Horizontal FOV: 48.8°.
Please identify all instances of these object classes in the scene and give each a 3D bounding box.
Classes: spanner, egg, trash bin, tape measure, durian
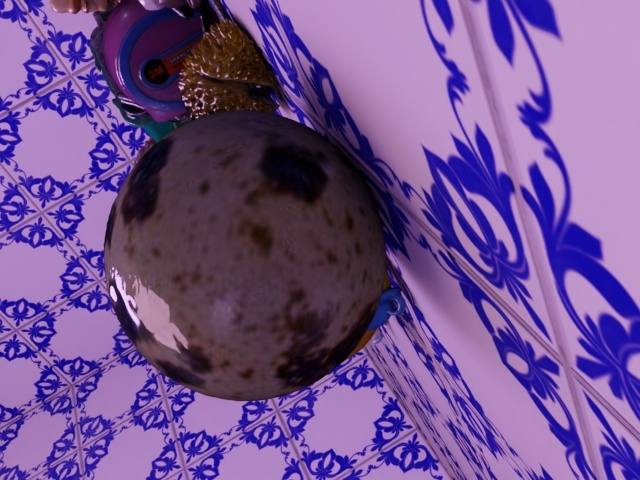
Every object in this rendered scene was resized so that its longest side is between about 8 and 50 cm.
[{"bbox_3d":[-0.166,-0.381,1.221,0.302,0.017,0.071,60,175,-18],"label":"spanner"},{"bbox_3d":[-0.094,0.003,0.902,0.428,0.345,0.345,-99,-16,-56],"label":"egg"},{"bbox_3d":[-0.337,-0.353,1.614,0.295,0.259,0.381,61,173,19],"label":"trash bin"},{"bbox_3d":[-0.276,-0.345,1.311,0.149,0.232,0.245,55,173,47],"label":"tape measure"},{"bbox_3d":[-0.168,-0.255,1.186,0.193,0.138,0.237,58,172,-6],"label":"durian"}]

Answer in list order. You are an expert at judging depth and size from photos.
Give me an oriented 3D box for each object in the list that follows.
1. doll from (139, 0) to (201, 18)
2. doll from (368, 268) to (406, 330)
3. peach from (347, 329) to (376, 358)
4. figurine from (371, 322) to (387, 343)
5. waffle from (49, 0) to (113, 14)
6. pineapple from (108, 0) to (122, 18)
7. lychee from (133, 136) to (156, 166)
[{"bbox_3d":[-0.267,-0.468,1.108,0.257,0.117,0.182,61,170,7],"label":"doll"},{"bbox_3d":[0.000,0.000,1.140,0.363,0.145,0.199,40,124,26],"label":"doll"},{"bbox_3d":[-0.046,0.121,1.336,0.289,0.308,0.289,53,-175,-7],"label":"peach"},{"bbox_3d":[0.054,0.131,1.604,0.205,0.103,0.260,12,143,49],"label":"figurine"},{"bbox_3d":[-0.438,-0.606,1.252,0.261,0.114,0.376,-115,21,-67],"label":"waffle"},{"bbox_3d":[-0.471,-0.668,1.722,0.202,0.202,0.361,108,142,-85],"label":"pineapple"},{"bbox_3d":[-0.328,-0.154,1.949,0.380,0.432,0.380,48,159,25],"label":"lychee"}]
